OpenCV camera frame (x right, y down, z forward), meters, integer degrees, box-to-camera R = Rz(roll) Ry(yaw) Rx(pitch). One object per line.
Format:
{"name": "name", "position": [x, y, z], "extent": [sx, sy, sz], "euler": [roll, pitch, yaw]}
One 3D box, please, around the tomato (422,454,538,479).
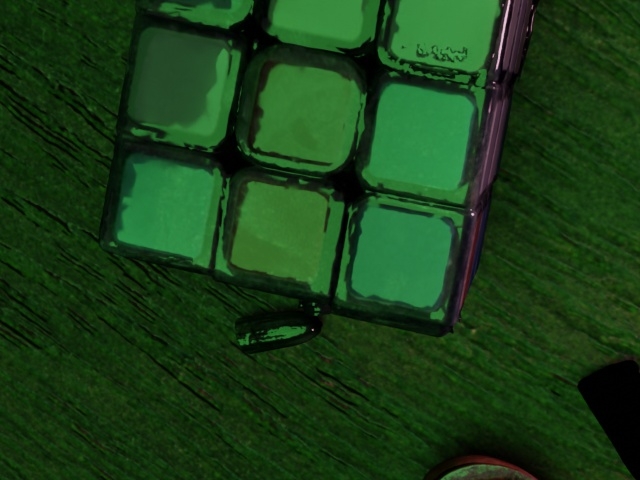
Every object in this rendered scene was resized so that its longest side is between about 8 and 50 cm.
{"name": "tomato", "position": [0.200, 0.351, 1.528], "extent": [0.199, 0.112, 0.228], "euler": [18, 109, 1]}

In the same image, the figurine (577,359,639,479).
{"name": "figurine", "position": [0.375, 0.209, 1.465], "extent": [0.098, 0.082, 0.154], "euler": [-35, 95, 2]}

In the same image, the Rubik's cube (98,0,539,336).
{"name": "Rubik's cube", "position": [0.011, -0.130, 1.285], "extent": [0.359, 0.362, 0.363], "euler": [13, 100, 7]}

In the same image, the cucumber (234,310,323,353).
{"name": "cucumber", "position": [-0.049, 0.110, 1.556], "extent": [0.105, 0.048, 0.048], "euler": [-10, 103, 17]}

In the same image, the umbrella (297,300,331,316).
{"name": "umbrella", "position": [0.000, 0.000, 1.510], "extent": [0.046, 0.050, 0.188], "euler": [1, 107, -8]}
